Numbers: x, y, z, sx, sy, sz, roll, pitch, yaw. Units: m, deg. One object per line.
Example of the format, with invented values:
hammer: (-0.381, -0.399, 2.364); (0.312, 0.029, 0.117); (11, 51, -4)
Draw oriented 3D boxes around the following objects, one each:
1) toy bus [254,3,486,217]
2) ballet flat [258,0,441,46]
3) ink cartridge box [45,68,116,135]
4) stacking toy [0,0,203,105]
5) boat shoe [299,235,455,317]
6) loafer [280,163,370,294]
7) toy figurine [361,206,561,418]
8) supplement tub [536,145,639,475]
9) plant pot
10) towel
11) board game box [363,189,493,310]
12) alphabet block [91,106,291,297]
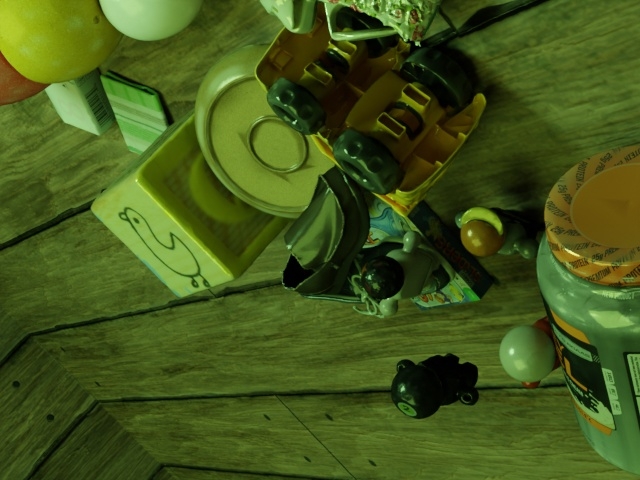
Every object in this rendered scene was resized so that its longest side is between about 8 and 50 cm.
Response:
toy bus: (0.052, -0.132, 1.296); (0.220, 0.149, 0.211); (38, 170, 11)
ballet flat: (0.005, -0.238, 1.184); (0.241, 0.091, 0.077); (13, 101, 29)
ink cartridge box: (-0.425, -0.266, 1.802); (0.232, 0.066, 0.189); (17, 146, 33)
stacking toy: (-0.354, -0.288, 1.457); (0.480, 0.350, 0.350); (5, 139, 28)
boat shoe: (0.062, 0.045, 1.521); (0.255, 0.079, 0.095); (6, 135, 49)
loafer: (0.000, 0.000, 1.412); (0.080, 0.078, 0.220); (59, 153, 32)
toy figurine: (0.159, 0.076, 1.320); (0.213, 0.148, 0.209); (-21, 84, 29)
supplement tub: (0.321, 0.072, 1.169); (0.194, 0.193, 0.316); (19, 146, 38)
plant pot: (-0.047, -0.120, 1.432); (0.236, 0.032, 0.236); (11, 125, 15)
towel: (-0.256, -0.175, 1.760); (0.113, 0.023, 0.152); (22, 147, 29)
board game box: (0.109, 0.001, 1.521); (0.201, 0.035, 0.136); (47, 153, -13)
alphabet block: (-0.156, -0.060, 1.605); (0.192, 0.193, 0.197); (45, 154, -12)
